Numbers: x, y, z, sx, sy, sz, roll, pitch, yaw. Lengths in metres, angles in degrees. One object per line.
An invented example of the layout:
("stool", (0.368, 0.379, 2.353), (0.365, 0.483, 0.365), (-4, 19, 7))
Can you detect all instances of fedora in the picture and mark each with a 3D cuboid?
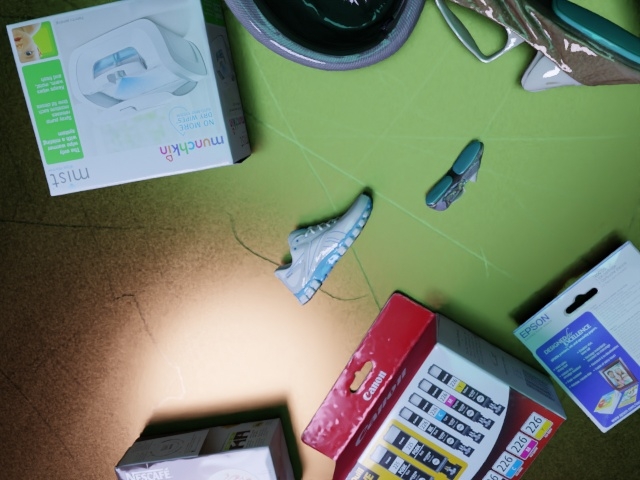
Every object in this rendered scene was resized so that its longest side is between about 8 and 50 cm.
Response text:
("fedora", (0.005, -0.350, 0.908), (0.275, 0.124, 0.244), (34, 115, -14))

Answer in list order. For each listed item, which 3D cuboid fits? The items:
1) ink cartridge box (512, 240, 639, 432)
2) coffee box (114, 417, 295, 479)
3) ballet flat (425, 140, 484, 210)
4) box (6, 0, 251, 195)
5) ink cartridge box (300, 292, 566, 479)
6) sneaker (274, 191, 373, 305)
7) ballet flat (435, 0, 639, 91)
("ink cartridge box", (0.414, 0.133, 1.027), (0.206, 0.045, 0.208), (-41, 97, 15))
("coffee box", (-0.174, 0.374, 1.136), (0.246, 0.098, 0.141), (-9, 103, 9))
("ballet flat", (0.193, -0.086, 1.009), (0.041, 0.041, 0.114), (39, 106, -3))
("box", (-0.250, -0.199, 0.989), (0.261, 0.127, 0.231), (-8, 101, 8))
("ink cartridge box", (0.143, 0.278, 1.056), (0.271, 0.130, 0.310), (30, 106, 0))
("sneaker", (0.000, 0.000, 1.037), (0.083, 0.071, 0.191), (38, 105, 3))
("ballet flat", (0.259, -0.268, 0.922), (0.342, 0.116, 0.124), (32, 126, -1))
